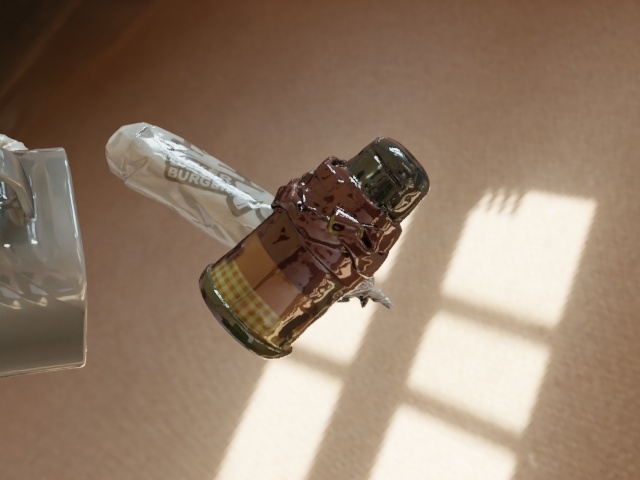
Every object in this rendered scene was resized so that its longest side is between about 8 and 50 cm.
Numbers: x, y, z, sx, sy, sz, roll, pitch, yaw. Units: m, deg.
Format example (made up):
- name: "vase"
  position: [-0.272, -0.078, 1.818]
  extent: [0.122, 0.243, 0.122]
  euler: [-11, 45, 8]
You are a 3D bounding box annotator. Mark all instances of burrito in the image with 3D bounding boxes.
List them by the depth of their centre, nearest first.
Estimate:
- name: "burrito"
  position: [-0.092, -0.022, 1.978]
  extent: [0.101, 0.445, 0.139]
  euler: [-59, -6, 1]

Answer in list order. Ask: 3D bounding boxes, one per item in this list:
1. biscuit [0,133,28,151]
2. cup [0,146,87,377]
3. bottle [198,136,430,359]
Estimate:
- name: "biscuit"
  position: [-0.307, 0.061, 0.962]
  extent: [0.144, 0.078, 0.426]
  euler: [-47, 7, 28]
- name: "cup"
  position: [-0.171, 0.004, 0.630]
  extent: [0.128, 0.129, 0.095]
  euler: [102, 157, -51]
- name: "bottle"
  position: [0.000, 0.000, 1.570]
  extent: [0.271, 0.143, 0.156]
  euler: [-43, 40, 11]
